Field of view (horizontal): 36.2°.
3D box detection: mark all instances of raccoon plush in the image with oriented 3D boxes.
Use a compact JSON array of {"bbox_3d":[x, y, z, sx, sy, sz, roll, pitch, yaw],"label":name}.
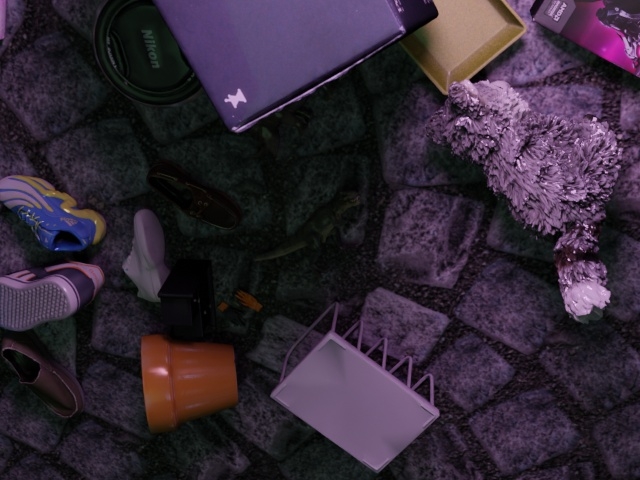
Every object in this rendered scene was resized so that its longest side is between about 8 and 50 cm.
[{"bbox_3d":[0.339,-0.102,1.653,0.299,0.446,0.216,15,130,-13],"label":"raccoon plush"}]

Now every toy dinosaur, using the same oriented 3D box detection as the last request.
[{"bbox_3d":[0.000,0.000,1.938,0.268,0.064,0.118,-37,98,24],"label":"toy dinosaur"}]

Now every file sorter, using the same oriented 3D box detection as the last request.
[{"bbox_3d":[0.076,0.291,1.997,0.278,0.173,0.193,38,113,-10],"label":"file sorter"}]

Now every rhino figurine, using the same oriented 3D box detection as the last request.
[{"bbox_3d":[-0.064,-0.247,1.822,0.106,0.073,0.243,34,116,-11],"label":"rhino figurine"}]

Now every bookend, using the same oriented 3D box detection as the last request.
[{"bbox_3d":[-0.268,0.140,1.985,0.072,0.157,0.156,2,114,8],"label":"bookend"}]

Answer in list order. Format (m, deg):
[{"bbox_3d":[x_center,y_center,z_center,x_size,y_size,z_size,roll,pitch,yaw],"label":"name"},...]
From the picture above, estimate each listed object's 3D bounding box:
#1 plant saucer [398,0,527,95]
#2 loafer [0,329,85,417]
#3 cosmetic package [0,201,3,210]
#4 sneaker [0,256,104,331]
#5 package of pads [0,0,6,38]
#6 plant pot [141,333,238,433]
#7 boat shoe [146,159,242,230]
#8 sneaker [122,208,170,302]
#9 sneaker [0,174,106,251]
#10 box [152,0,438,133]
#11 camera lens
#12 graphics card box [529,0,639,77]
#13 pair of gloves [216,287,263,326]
[{"bbox_3d":[0.235,-0.385,1.728,0.188,0.045,0.188,-39,104,22],"label":"plant saucer"},{"bbox_3d":[-0.621,0.303,2.150,0.094,0.087,0.251,-32,107,20],"label":"loafer"},{"bbox_3d":[-0.763,-0.009,2.020,0.127,0.107,0.238,33,118,-8],"label":"cosmetic package"},{"bbox_3d":[-0.579,0.111,2.046,0.321,0.127,0.126,-5,110,37],"label":"sneaker"},{"bbox_3d":[-0.619,-0.424,1.840,0.050,0.032,0.083,13,116,4],"label":"package of pads"},{"bbox_3d":[-0.271,0.291,2.048,0.188,0.205,0.205,-6,115,-7],"label":"plant pot"},{"bbox_3d":[-0.252,-0.079,1.928,0.207,0.073,0.073,31,114,-8],"label":"boat shoe"},{"bbox_3d":[-0.367,0.036,2.001,0.094,0.080,0.212,2,117,20],"label":"sneaker"},{"bbox_3d":[-0.551,-0.050,1.953,0.240,0.126,0.091,22,116,-3],"label":"sneaker"},{"bbox_3d":[-0.076,-0.462,1.462,0.297,0.472,0.479,-27,99,19],"label":"box"},{"bbox_3d":[-0.252,-0.363,1.681,0.220,0.274,0.219,3,115,7],"label":"camera lens"},{"bbox_3d":[0.571,-0.395,1.649,0.371,0.094,0.232,28,116,-4],"label":"graphics card box"},{"bbox_3d":[-0.170,0.141,2.053,0.074,0.010,0.083,40,115,-11],"label":"pair of gloves"}]
